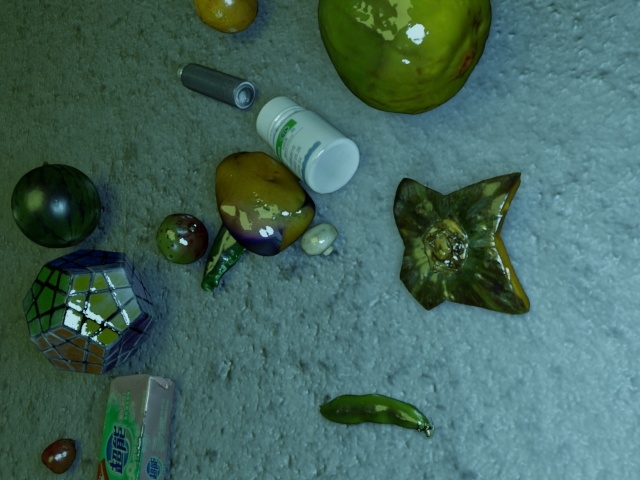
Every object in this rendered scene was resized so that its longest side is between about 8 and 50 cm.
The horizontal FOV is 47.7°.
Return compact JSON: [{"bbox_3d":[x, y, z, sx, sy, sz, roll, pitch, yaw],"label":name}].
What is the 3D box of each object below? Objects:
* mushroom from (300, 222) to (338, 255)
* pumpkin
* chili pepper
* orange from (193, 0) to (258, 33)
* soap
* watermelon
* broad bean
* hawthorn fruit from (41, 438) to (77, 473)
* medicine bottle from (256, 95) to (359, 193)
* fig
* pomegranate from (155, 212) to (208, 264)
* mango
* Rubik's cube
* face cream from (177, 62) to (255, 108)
[{"bbox_3d":[0.000,0.000,1.533,0.083,0.067,0.083,-39,12,10],"label":"mushroom"},{"bbox_3d":[0.244,0.001,1.327,0.290,0.095,0.258,-2,86,47],"label":"pumpkin"},{"bbox_3d":[-0.221,0.022,1.703,0.108,0.062,0.216,23,92,40],"label":"chili pepper"},{"bbox_3d":[-0.245,-0.620,1.863,0.155,0.177,0.177,-19,62,12],"label":"orange"},{"bbox_3d":[-0.434,0.452,1.699,0.218,0.098,0.273,-13,65,41],"label":"soap"},{"bbox_3d":[-0.738,-0.098,2.025,0.242,0.242,0.242,-13,67,34],"label":"watermelon"},{"bbox_3d":[0.099,0.321,1.361,0.254,0.046,0.065,-2,87,36],"label":"broad bean"},{"bbox_3d":[-0.666,0.550,1.865,0.081,0.081,0.093,23,60,40],"label":"hawthorn fruit"},{"bbox_3d":[-0.035,-0.215,1.587,0.237,0.139,0.139,43,102,37],"label":"medicine bottle"},{"bbox_3d":[0.148,-0.421,1.385,0.343,0.343,0.343,-13,67,34],"label":"fig"},{"bbox_3d":[-0.336,0.006,1.771,0.129,0.159,0.129,3,62,-6],"label":"pomegranate"},{"bbox_3d":[-0.133,-0.089,1.593,0.287,0.201,0.152,62,139,46],"label":"mango"},{"bbox_3d":[-0.565,0.172,1.784,0.319,0.319,0.264,20,114,40],"label":"Rubik's cube"},{"bbox_3d":[-0.282,-0.410,1.888,0.283,0.073,0.073,27,92,40],"label":"face cream"}]
